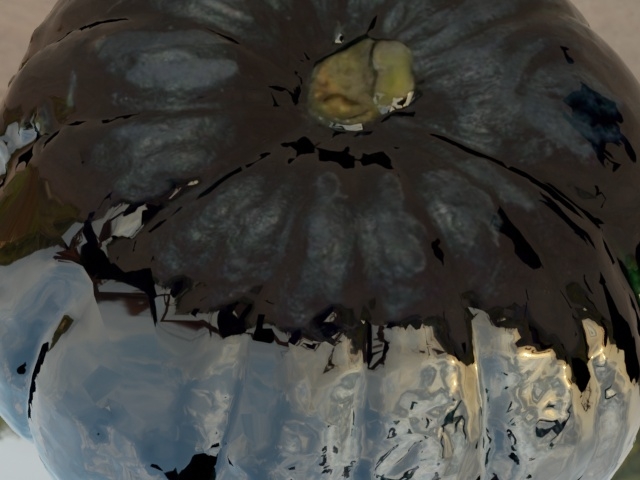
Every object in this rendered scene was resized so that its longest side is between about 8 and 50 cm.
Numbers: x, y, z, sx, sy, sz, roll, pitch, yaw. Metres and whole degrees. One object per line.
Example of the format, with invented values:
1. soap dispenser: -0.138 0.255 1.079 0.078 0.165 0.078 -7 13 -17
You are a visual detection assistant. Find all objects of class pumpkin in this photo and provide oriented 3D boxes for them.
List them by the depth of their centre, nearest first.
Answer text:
1. pumpkin: 0.000 0.000 0.673 0.363 0.363 0.266 12 146 -4
